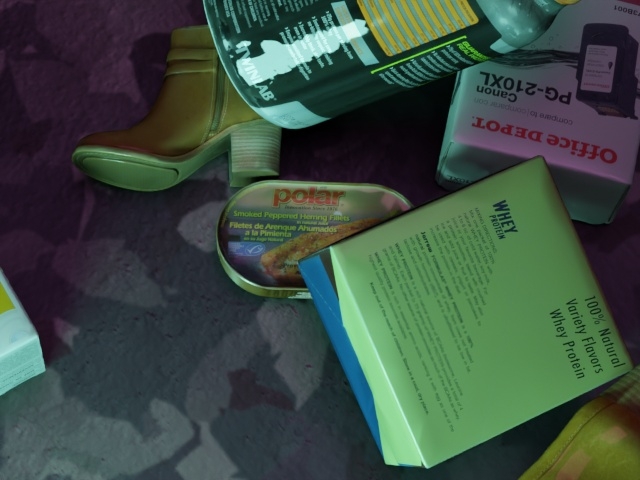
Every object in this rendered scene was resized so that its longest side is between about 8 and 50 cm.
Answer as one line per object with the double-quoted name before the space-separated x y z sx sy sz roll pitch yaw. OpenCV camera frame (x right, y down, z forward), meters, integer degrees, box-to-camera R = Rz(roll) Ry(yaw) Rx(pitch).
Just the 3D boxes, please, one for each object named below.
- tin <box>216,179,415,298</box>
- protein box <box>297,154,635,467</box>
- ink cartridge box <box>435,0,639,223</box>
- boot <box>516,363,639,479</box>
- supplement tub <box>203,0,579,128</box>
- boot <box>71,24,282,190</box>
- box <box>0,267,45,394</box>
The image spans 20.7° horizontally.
"tin" 0.000 0.000 1.586 0.189 0.040 0.106 3 73 -5
"protein box" 0.120 0.062 1.495 0.201 0.136 0.200 -24 90 -14
"ink cartridge box" 0.216 -0.154 1.631 0.172 0.100 0.237 13 68 0
"boot" 0.292 0.250 1.460 0.211 0.104 0.295 -44 108 -11
"supplement tub" 0.072 -0.231 1.528 0.316 0.193 0.194 -18 68 25
"boot" -0.132 -0.126 1.604 0.197 0.073 0.152 1 70 -18
"box" -0.333 0.039 1.500 0.114 0.103 0.203 -29 75 -15
